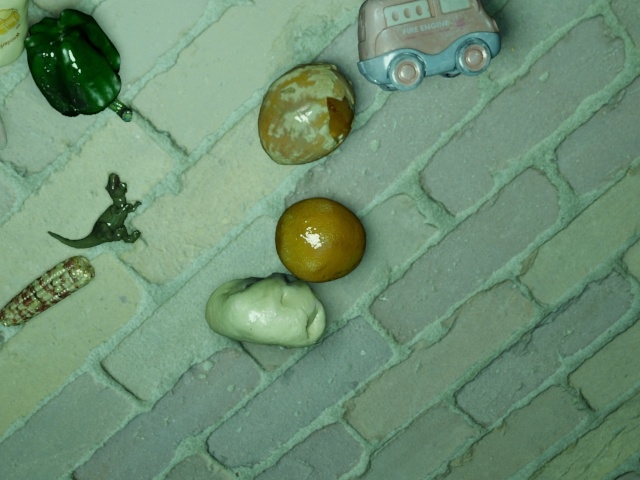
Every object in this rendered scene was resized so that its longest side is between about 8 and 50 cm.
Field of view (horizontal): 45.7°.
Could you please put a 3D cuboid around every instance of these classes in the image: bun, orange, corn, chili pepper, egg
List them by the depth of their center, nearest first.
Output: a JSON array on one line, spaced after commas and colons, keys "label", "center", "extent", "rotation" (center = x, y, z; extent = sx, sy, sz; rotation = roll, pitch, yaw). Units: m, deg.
[{"label": "chili pepper", "center": [-0.468, -0.321, 1.495], "extent": [0.165, 0.173, 0.261], "rotation": [-21, 149, -3]}, {"label": "egg", "center": [-0.031, -0.258, 1.572], "extent": [0.195, 0.195, 0.233], "rotation": [37, 98, -19]}, {"label": "orange", "center": [0.000, 0.000, 1.673], "extent": [0.206, 0.206, 0.205], "rotation": [-3, 111, -7]}, {"label": "corn", "center": [-0.610, 0.115, 1.690], "extent": [0.237, 0.079, 0.079], "rotation": [-33, 112, 9]}, {"label": "bun", "center": [-0.118, 0.154, 1.694], "extent": [0.273, 0.273, 0.168], "rotation": [6, 86, -11]}]

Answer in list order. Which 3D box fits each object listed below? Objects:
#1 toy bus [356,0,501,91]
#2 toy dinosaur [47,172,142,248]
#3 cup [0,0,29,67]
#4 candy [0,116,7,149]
[{"label": "toy bus", "center": [0.210, -0.434, 1.547], "extent": [0.294, 0.197, 0.231], "rotation": [-13, 101, -1]}, {"label": "toy dinosaur", "center": [-0.483, -0.061, 1.671], "extent": [0.179, 0.087, 0.187], "rotation": [20, 92, 22]}, {"label": "cup", "center": [-0.651, -0.442, 1.347], "extent": [0.255, 0.173, 0.202], "rotation": [14, 144, -14]}, {"label": "candy", "center": [-0.716, -0.255, 1.472], "extent": [0.137, 0.185, 0.195], "rotation": [-27, 117, -33]}]
